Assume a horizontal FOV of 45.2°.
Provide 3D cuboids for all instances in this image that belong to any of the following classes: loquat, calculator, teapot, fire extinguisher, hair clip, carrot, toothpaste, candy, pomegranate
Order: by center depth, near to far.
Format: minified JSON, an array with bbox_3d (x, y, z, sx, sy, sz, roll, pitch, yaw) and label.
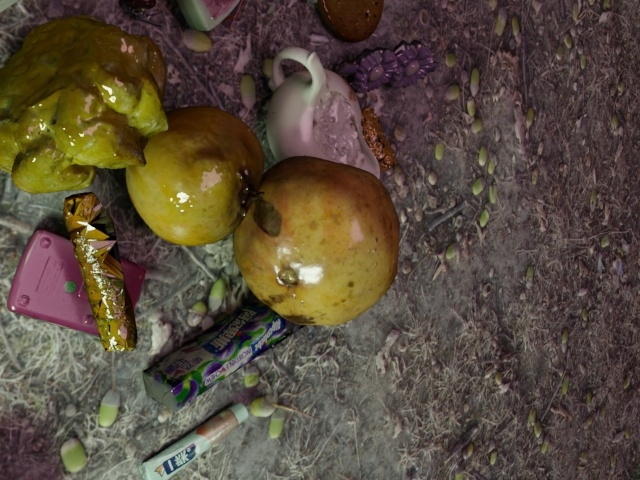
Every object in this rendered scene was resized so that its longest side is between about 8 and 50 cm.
[{"bbox_3d":[-0.303,0.046,1.068,0.069,0.069,0.228,-24,109,-43],"label":"carrot"},{"bbox_3d":[-0.342,0.068,1.098,0.190,0.034,0.126,26,77,-44],"label":"calculator"},{"bbox_3d":[-0.263,-0.395,1.124,0.064,0.043,0.158,0,95,-17],"label":"fire extinguisher"},{"bbox_3d":[-0.179,-0.093,1.128,0.213,0.213,0.213,-6,99,-46],"label":"loquat"},{"bbox_3d":[0.000,0.000,1.245,0.281,0.281,0.281,-6,99,-46],"label":"pomegranate"},{"bbox_3d":[-0.206,0.335,1.270,0.205,0.036,0.056,-30,115,-36],"label":"toothpaste"},{"bbox_3d":[-0.150,0.173,1.270,0.312,0.088,0.061,-30,119,-41],"label":"candy"},{"bbox_3d":[-0.005,-0.208,1.348,0.204,0.139,0.298,-57,131,-23],"label":"teapot"},{"bbox_3d":[0.138,-0.351,1.530,0.292,0.084,0.106,-20,152,-41],"label":"hair clip"}]

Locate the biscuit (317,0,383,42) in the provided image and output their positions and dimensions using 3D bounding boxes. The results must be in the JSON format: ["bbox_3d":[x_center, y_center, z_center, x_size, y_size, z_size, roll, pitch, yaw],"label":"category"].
[{"bbox_3d":[0.056,-0.471,1.463,0.188,0.027,0.187,-5,96,-47],"label":"biscuit"}]

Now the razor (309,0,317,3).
[{"bbox_3d":[-0.068,-0.474,1.324,0.191,0.037,0.068,36,64,-45],"label":"razor"}]

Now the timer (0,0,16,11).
[{"bbox_3d":[-0.421,-0.375,0.815,0.285,0.285,0.285,-6,99,-46],"label":"timer"}]

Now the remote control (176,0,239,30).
[{"bbox_3d":[-0.198,-0.473,1.099,0.145,0.050,0.344,-58,147,-28],"label":"remote control"}]

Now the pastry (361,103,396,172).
[{"bbox_3d":[0.101,-0.195,1.522,0.080,0.056,0.140,-47,120,-42],"label":"pastry"}]

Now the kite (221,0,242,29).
[{"bbox_3d":[-0.163,-0.423,1.250,0.190,0.010,0.159,-31,115,-41],"label":"kite"}]

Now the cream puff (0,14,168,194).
[{"bbox_3d":[-0.306,-0.169,0.971,0.196,0.244,0.244,7,89,-57],"label":"cream puff"}]
